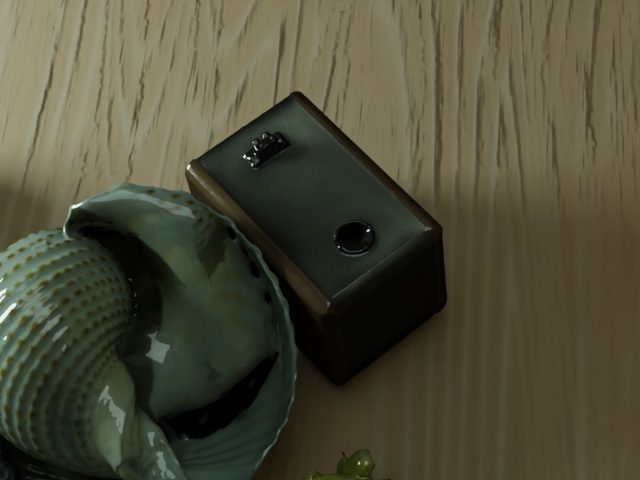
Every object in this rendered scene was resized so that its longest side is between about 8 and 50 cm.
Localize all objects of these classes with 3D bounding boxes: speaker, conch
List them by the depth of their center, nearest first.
[{"bbox_3d":[-0.179,0.109,1.608,0.303,0.215,0.319,-38,92,-6],"label":"conch"},{"bbox_3d":[0.000,0.000,1.660,0.153,0.192,0.231,-35,61,-16],"label":"speaker"}]

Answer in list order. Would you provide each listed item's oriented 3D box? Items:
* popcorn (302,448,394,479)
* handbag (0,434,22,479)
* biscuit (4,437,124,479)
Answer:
[{"bbox_3d":[0.021,0.271,1.519,0.141,0.135,0.162,21,73,43],"label":"popcorn"},{"bbox_3d":[-0.419,0.178,1.640,0.191,0.075,0.332,-15,42,-15],"label":"handbag"},{"bbox_3d":[-0.344,0.239,1.648,0.322,0.038,0.099,10,57,14],"label":"biscuit"}]
